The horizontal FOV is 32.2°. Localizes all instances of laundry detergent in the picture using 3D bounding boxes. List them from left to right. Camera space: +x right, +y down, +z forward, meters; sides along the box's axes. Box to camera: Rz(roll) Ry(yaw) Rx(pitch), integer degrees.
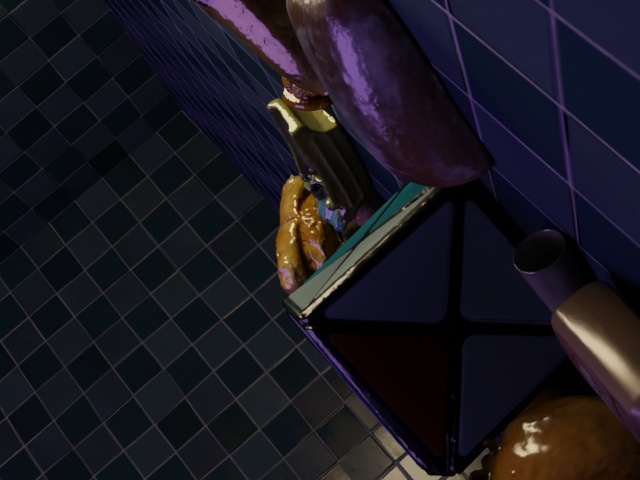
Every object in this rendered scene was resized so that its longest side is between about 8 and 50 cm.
[{"bbox_3d":[0.302,0.149,0.956,0.171,0.076,0.237,49,-174,-31],"label":"laundry detergent"}]

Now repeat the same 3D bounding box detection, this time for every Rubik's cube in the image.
[{"bbox_3d":[0.125,0.089,1.275,0.250,0.248,0.246,49,174,-5],"label":"Rubik's cube"}]

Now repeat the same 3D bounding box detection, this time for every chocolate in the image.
[{"bbox_3d":[0.050,-0.148,1.078,0.254,0.080,0.157,52,175,-27],"label":"chocolate"}]

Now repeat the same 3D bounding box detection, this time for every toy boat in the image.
[{"bbox_3d":[0.005,-0.124,1.690,0.111,0.084,0.276,48,171,36],"label":"toy boat"}]

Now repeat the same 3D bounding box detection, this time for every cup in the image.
[{"bbox_3d":[0.223,0.031,1.077,0.083,0.054,0.075,50,175,-34],"label":"cup"}]

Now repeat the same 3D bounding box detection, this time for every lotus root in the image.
[{"bbox_3d":[-0.066,-0.257,1.216,0.258,0.097,0.110,42,179,-4],"label":"lotus root"}]

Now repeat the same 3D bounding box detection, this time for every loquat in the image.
[{"bbox_3d":[0.269,0.268,1.108,0.238,0.238,0.193,48,-168,13],"label":"loquat"}]

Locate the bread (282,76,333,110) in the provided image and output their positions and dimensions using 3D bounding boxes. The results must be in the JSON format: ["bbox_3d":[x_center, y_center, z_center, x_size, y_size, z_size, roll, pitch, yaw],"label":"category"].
[{"bbox_3d":[-0.005,-0.188,1.301,0.081,0.083,0.046,0,136,23],"label":"bread"}]

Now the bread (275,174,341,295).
[{"bbox_3d":[0.001,0.001,1.968,0.120,0.236,0.198,-7,158,30],"label":"bread"}]

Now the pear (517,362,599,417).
[{"bbox_3d":[0.297,0.212,1.291,0.162,0.149,0.149,42,172,28],"label":"pear"}]

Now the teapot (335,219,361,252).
[{"bbox_3d":[0.099,0.020,1.841,0.165,0.130,0.119,11,140,24],"label":"teapot"}]

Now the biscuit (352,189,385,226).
[{"bbox_3d":[0.097,-0.027,1.749,0.219,0.055,0.061,43,167,46],"label":"biscuit"}]
